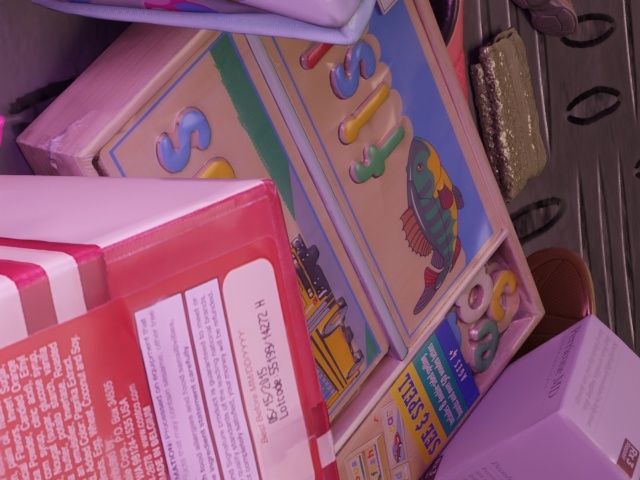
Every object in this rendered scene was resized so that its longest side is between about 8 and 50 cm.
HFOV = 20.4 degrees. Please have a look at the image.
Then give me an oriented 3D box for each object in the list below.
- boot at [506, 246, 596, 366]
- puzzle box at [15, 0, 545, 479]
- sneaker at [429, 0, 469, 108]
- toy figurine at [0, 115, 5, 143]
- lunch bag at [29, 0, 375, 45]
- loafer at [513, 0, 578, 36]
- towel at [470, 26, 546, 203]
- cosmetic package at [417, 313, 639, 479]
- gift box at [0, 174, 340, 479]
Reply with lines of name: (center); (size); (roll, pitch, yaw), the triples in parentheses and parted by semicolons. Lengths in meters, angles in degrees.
boot: (0.237, 0.137, 1.660); (0.203, 0.095, 0.262); (-1, 90, -64)
puzzle box: (0.000, 0.000, 1.107); (0.272, 0.052, 0.409); (-49, 136, -24)
sneaker: (0.055, -0.114, 1.316); (0.136, 0.116, 0.314); (-34, 126, -73)
toy figurine: (-0.198, -0.087, 0.778); (0.159, 0.130, 0.173); (74, 0, -55)
lunch bag: (-0.106, -0.210, 0.780); (0.160, 0.262, 0.223); (-65, 148, -19)
loafer: (0.217, -0.236, 1.722); (0.125, 0.045, 0.039); (30, 54, -58)
towel: (0.173, -0.116, 1.632); (0.110, 0.027, 0.148); (-40, 124, -58)
cosmetic package: (0.123, 0.158, 1.247); (0.085, 0.231, 0.117); (44, 37, -10)
gift box: (-0.140, 0.112, 0.651); (0.276, 0.258, 0.255); (-19, 105, -44)
